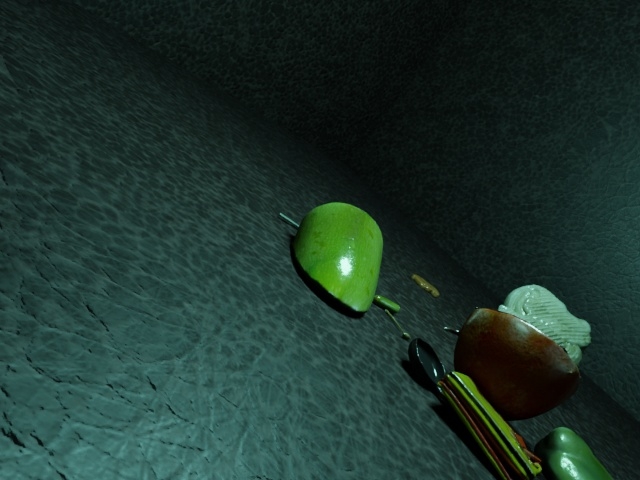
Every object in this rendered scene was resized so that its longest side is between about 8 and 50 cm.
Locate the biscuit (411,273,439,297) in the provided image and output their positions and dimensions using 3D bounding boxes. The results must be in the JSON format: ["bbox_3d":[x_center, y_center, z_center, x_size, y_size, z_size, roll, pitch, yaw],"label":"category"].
[{"bbox_3d":[0.393,0.166,2.173,0.130,0.019,0.102,35,12,-8],"label":"biscuit"}]

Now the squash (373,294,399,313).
[{"bbox_3d":[0.171,0.167,1.537,0.083,0.027,0.027,31,14,-27],"label":"squash"}]

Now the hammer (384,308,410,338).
[{"bbox_3d":[0.194,0.211,1.476,0.029,0.014,0.123,40,8,-33],"label":"hammer"}]

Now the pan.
[{"bbox_3d":[0.249,0.305,1.239,0.115,0.040,0.212,21,35,-51],"label":"pan"}]

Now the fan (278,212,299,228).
[{"bbox_3d":[0.012,0.001,1.723,0.294,0.012,0.223,39,12,0],"label":"fan"}]

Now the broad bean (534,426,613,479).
[{"bbox_3d":[0.562,0.512,1.255,0.169,0.100,0.228,24,29,-23],"label":"broad bean"}]

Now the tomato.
[{"bbox_3d":[0.402,0.303,1.278,0.309,0.170,0.309,39,-19,16],"label":"tomato"}]

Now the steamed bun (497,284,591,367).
[{"bbox_3d":[0.751,0.349,2.034,0.324,0.219,0.309,39,49,25],"label":"steamed bun"}]

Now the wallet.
[{"bbox_3d":[0.339,0.365,1.141,0.241,0.067,0.141,54,15,29],"label":"wallet"}]

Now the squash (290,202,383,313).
[{"bbox_3d":[0.039,0.076,1.422,0.233,0.210,0.309,36,41,-16],"label":"squash"}]
